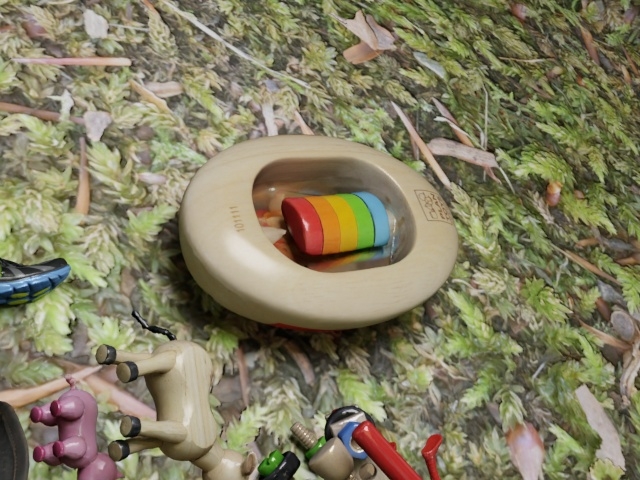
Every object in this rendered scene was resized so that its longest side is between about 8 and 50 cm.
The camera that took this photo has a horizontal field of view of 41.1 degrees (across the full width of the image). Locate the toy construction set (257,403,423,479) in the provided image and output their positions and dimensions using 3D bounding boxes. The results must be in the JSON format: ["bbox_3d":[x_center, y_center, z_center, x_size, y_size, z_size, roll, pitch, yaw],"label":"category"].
[{"bbox_3d":[0.043,0.328,0.913,0.237,0.309,0.257,47,54,-1],"label":"toy construction set"}]

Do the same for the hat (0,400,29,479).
[{"bbox_3d":[-0.331,0.307,0.731,0.134,0.331,0.331,49,36,-37],"label":"hat"}]

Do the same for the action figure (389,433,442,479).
[{"bbox_3d":[0.165,0.364,1.068,0.139,0.091,0.281,-37,110,-66],"label":"action figure"}]

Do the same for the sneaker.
[{"bbox_3d":[-0.386,0.037,1.001,0.188,0.067,0.078,-6,67,-32],"label":"sneaker"}]

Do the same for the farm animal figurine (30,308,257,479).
[{"bbox_3d":[-0.152,0.286,0.808,0.172,0.330,0.327,12,28,-51],"label":"farm animal figurine"}]

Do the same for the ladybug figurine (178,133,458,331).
[{"bbox_3d":[0.000,0.000,1.207,0.449,0.162,0.305,-2,59,-33],"label":"ladybug figurine"}]
